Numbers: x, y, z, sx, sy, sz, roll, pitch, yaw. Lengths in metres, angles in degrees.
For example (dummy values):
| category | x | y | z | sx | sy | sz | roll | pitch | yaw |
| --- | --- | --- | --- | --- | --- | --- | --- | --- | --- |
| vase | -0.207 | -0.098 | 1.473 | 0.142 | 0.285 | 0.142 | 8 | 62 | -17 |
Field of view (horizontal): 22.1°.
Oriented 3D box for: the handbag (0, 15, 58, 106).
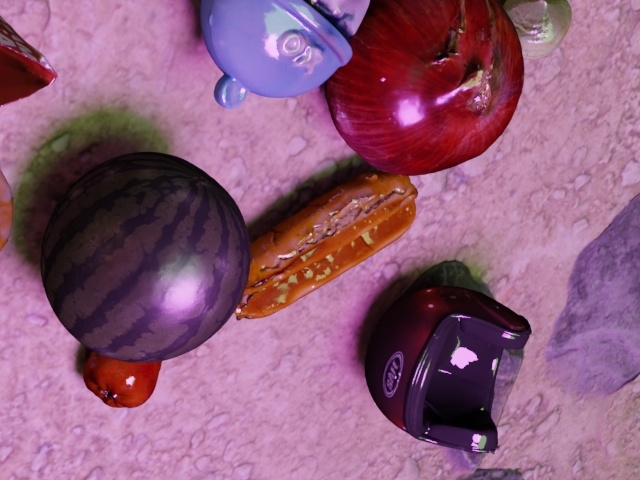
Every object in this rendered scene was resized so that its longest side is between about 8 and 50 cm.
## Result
| category | x | y | z | sx | sy | sz | roll | pitch | yaw |
| --- | --- | --- | --- | --- | --- | --- | --- | --- | --- |
| handbag | -0.379 | -0.157 | 1.362 | 0.298 | 0.171 | 0.151 | -4 | 122 | -39 |

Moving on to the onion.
| category | x | y | z | sx | sy | sz | roll | pitch | yaw |
| --- | --- | --- | --- | --- | --- | --- | --- | --- | --- |
| onion | 0.120 | -0.174 | 1.809 | 0.248 | 0.161 | 0.248 | -13 | 137 | -12 |

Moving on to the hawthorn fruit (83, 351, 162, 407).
| category | x | y | z | sx | sy | sz | roll | pitch | yaw |
| --- | --- | --- | --- | --- | --- | --- | --- | --- | --- |
| hawthorn fruit | -0.209 | 0.133 | 1.780 | 0.093 | 0.081 | 0.081 | -62 | 146 | -35 |

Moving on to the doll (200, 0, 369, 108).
| category | x | y | z | sx | sy | sz | roll | pitch | yaw |
| --- | --- | --- | --- | --- | --- | --- | --- | --- | --- |
| doll | -0.010 | -0.263 | 1.637 | 0.177 | 0.141 | 0.314 | 36 | 88 | -44 |

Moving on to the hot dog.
| category | x | y | z | sx | sy | sz | roll | pitch | yaw |
| --- | --- | --- | --- | --- | --- | --- | --- | --- | --- |
| hot dog | 0.000 | 0.000 | 1.857 | 0.269 | 0.072 | 0.115 | -29 | 157 | -24 |

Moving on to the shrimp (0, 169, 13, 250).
| category | x | y | z | sx | sy | sz | roll | pitch | yaw |
| --- | --- | --- | --- | --- | --- | --- | --- | --- | --- |
| shrimp | -0.377 | -0.042 | 1.526 | 0.145 | 0.059 | 0.254 | -55 | 138 | -1 |

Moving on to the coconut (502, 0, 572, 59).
| category | x | y | z | sx | sy | sz | roll | pitch | yaw |
| --- | --- | --- | --- | --- | --- | --- | --- | --- | --- |
| coconut | 0.249 | -0.255 | 1.908 | 0.088 | 0.088 | 0.096 | -33 | 163 | -20 |

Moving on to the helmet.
| category | x | y | z | sx | sy | sz | roll | pitch | yaw |
| --- | --- | --- | --- | --- | --- | --- | --- | --- | --- |
| helmet | 0.154 | 0.151 | 2.012 | 0.216 | 0.193 | 0.189 | -10 | 121 | -50 |

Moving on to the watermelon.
| category | x | y | z | sx | sy | sz | roll | pitch | yaw |
| --- | --- | --- | --- | --- | --- | --- | --- | --- | --- |
| watermelon | -0.175 | 0.019 | 1.633 | 0.212 | 0.212 | 0.212 | -22 | 129 | -29 |
